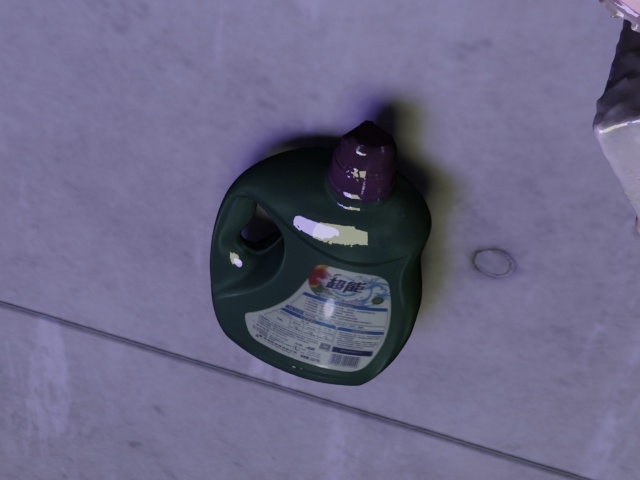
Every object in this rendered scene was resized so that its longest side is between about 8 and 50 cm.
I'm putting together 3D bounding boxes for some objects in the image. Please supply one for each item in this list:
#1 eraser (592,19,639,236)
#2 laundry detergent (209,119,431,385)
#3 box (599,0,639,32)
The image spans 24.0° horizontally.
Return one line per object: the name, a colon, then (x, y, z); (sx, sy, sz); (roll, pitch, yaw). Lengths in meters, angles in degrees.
eraser: (0.247, 0.010, 0.802); (0.078, 0.144, 0.343); (-7, 133, 34)
laundry detergent: (0.000, 0.000, 0.959); (0.144, 0.078, 0.222); (20, 143, 8)
box: (0.179, -0.162, 0.629); (0.151, 0.151, 0.135); (20, 151, 1)
